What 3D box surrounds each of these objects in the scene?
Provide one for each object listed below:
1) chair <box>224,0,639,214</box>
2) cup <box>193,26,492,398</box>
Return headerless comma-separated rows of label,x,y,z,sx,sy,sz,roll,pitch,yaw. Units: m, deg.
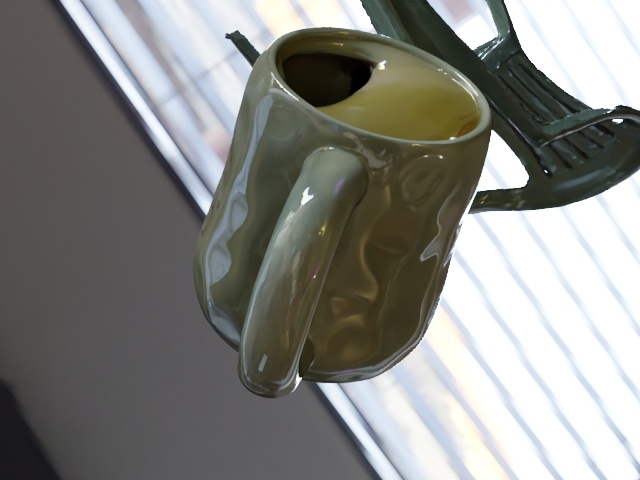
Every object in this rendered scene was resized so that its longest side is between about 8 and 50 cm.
chair,0.105,-0.119,1.405,0.274,0.190,0.203,56,-40,-1
cup,0.019,0.002,1.217,0.255,0.173,0.202,-108,-149,-56
